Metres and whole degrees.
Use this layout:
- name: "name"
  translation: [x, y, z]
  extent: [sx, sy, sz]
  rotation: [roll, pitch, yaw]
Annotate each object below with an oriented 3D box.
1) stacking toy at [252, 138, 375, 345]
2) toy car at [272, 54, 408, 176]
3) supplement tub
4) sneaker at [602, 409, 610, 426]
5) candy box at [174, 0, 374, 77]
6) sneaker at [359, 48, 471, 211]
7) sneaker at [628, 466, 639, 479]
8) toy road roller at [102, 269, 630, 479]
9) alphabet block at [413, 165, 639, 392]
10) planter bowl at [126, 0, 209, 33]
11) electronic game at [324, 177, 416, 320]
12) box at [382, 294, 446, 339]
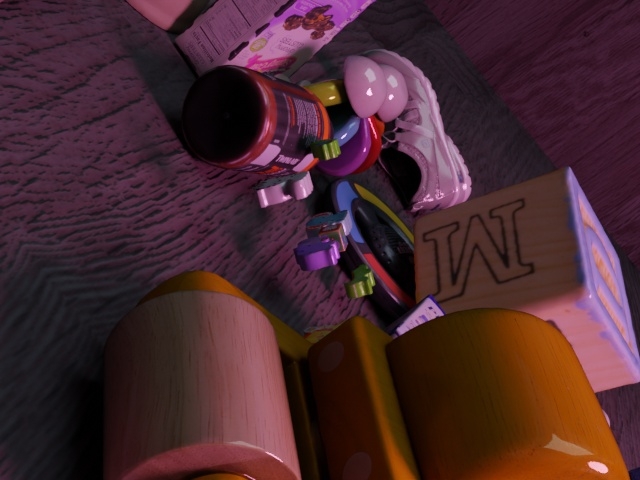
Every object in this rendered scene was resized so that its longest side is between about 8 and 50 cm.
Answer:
- name: "stacking toy"
  translation: [0.000, 0.000, 1.001]
  extent: [0.221, 0.052, 0.167]
  rotation: [-59, 136, -69]
- name: "toy car"
  translation: [0.021, -0.146, 1.263]
  extent: [0.182, 0.159, 0.136]
  rotation: [-7, 88, -67]
- name: "supplement tub"
  translation: [-0.056, -0.122, 1.091]
  extent: [0.106, 0.106, 0.198]
  rotation: [57, 21, 15]
- name: "sneaker"
  translation: [0.370, 0.275, 1.395]
  extent: [0.094, 0.080, 0.212]
  rotation: [61, 17, -9]
- name: "candy box"
  translation: [-0.049, -0.263, 1.212]
  extent: [0.070, 0.196, 0.165]
  rotation: [56, 20, 12]
- name: "sneaker"
  translation: [0.121, -0.169, 1.544]
  extent: [0.115, 0.105, 0.281]
  rotation: [-18, 71, -36]
- name: "sneaker"
  translation: [0.277, 0.368, 0.969]
  extent: [0.129, 0.147, 0.330]
  rotation: [57, 33, -31]
- name: "toy road roller"
  translation: [0.041, 0.131, 0.670]
  extent: [0.329, 0.240, 0.202]
  rotation: [38, 24, -34]
- name: "alphabet block"
  translation: [0.235, 0.066, 1.177]
  extent: [0.192, 0.197, 0.193]
  rotation: [51, 30, -39]
- name: "planter bowl"
  translation: [-0.178, -0.340, 1.195]
  extent: [0.162, 0.109, 0.162]
  rotation: [43, 22, -21]
- name: "electronic game"
  translation: [0.085, 0.018, 1.243]
  extent: [0.229, 0.048, 0.229]
  rotation: [44, 21, -22]
- name: "box"
  translation: [0.057, 0.123, 0.890]
  extent: [0.072, 0.126, 0.137]
  rotation: [52, 19, 5]
